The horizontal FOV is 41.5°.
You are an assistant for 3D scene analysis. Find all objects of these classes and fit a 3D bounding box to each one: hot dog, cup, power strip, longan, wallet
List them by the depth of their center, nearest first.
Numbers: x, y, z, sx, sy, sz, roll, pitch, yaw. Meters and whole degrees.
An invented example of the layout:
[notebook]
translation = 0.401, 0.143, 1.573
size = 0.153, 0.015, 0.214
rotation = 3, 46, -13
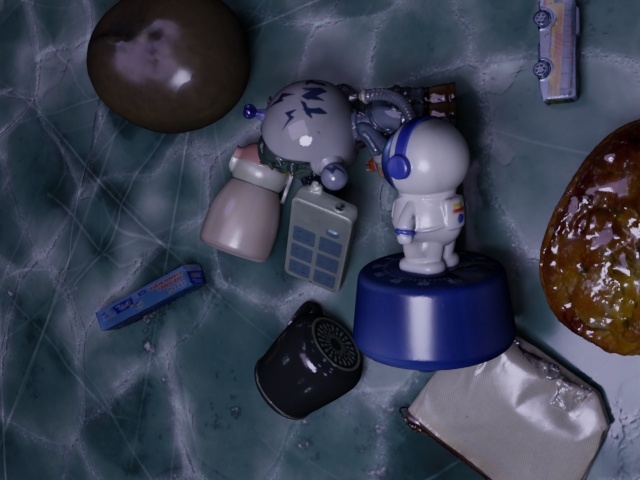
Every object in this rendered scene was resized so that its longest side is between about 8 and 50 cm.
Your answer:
[hot dog]
translation = 0.503, -0.008, 1.304
size = 0.267, 0.174, 0.387
rotation = 33, 106, 28
[wallet]
translation = 0.326, 0.313, 1.465
size = 0.335, 0.068, 0.274
rotation = 37, 110, 18
[power strip]
translation = 0.000, 0.000, 1.563
size = 0.118, 0.046, 0.270
rotation = 25, 145, 11
[cup]
translation = -0.027, 0.224, 1.622
size = 0.176, 0.169, 0.223
rotation = -46, 34, 28
[longan]
translation = -0.301, -0.362, 1.692
size = 0.319, 0.319, 0.318
rotation = -1, 89, 29

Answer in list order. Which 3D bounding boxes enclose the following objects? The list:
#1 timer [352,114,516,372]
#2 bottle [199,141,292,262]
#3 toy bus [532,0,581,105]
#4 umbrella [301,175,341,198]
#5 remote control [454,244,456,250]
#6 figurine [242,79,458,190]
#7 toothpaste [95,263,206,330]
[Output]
[timer]
translation = 0.176, -0.011, 1.368
size = 0.271, 0.270, 0.383
rotation = 4, 106, 29
[bottle]
translation = -0.138, -0.086, 1.689
size = 0.148, 0.148, 0.236
rotation = 19, 91, 28
[toy bus]
translation = 0.402, -0.327, 1.431
size = 0.075, 0.064, 0.190
rotation = 1, 89, 24
[umbrella]
translation = -0.030, -0.164, 1.679
size = 0.071, 0.071, 0.248
rotation = -42, 64, 22
[remote control]
translation = 0.216, -0.013, 1.541
size = 0.072, 0.042, 0.221
rotation = 1, 91, 29
[figurine]
translation = 0.058, -0.206, 1.542
size = 0.382, 0.261, 0.186
rotation = -3, 123, 11
[toothpaste]
translation = -0.374, 0.126, 1.855
size = 0.272, 0.066, 0.053
rotation = -27, 76, 26
